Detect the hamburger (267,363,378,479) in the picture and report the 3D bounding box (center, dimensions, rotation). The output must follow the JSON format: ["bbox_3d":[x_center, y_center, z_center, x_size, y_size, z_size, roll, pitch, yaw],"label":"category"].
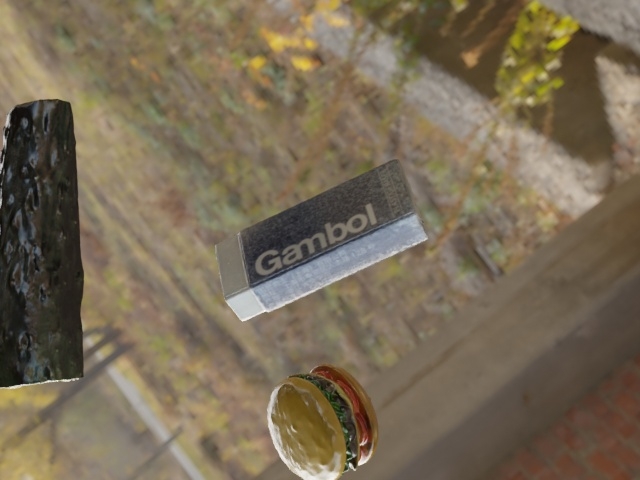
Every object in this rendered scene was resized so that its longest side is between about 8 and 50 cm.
[{"bbox_3d":[0.002,0.246,1.857,0.162,0.115,0.162,28,128,43],"label":"hamburger"}]

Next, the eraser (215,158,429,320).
[{"bbox_3d":[0.000,0.000,1.401,0.046,0.212,0.092,57,-168,-40],"label":"eraser"}]

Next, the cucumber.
[{"bbox_3d":[-0.221,0.003,1.029,0.078,0.062,0.211,-11,81,50],"label":"cucumber"}]
